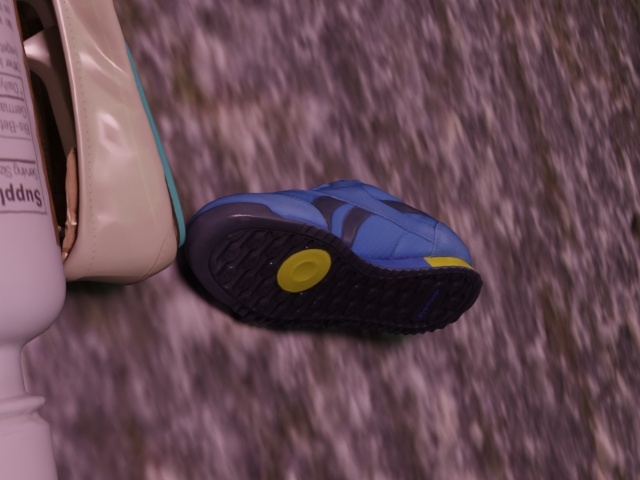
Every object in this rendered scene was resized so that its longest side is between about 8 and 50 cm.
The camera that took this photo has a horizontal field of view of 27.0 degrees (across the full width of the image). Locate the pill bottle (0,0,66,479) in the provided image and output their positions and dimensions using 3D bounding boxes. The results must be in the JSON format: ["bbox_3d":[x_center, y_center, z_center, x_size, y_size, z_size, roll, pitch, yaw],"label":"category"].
[{"bbox_3d":[-0.159,-0.008,0.461,0.131,0.131,0.229,-6,84,-54],"label":"pill bottle"}]

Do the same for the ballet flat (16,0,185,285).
[{"bbox_3d":[-0.124,-0.097,0.591,0.086,0.086,0.248,-18,95,-54],"label":"ballet flat"}]

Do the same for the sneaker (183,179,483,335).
[{"bbox_3d":[0.000,0.000,0.746,0.209,0.069,0.082,11,37,-43],"label":"sneaker"}]
